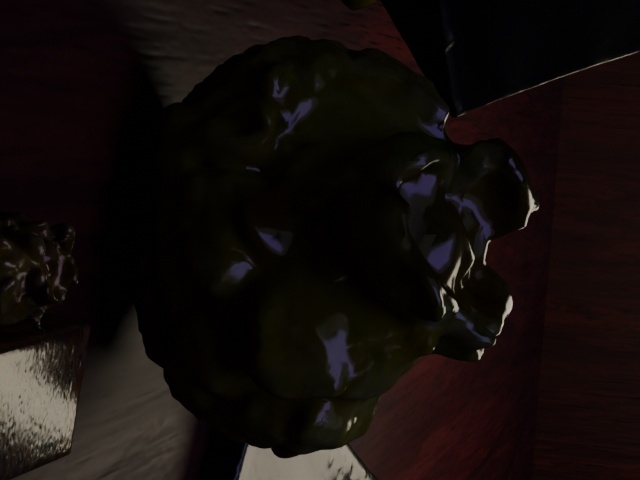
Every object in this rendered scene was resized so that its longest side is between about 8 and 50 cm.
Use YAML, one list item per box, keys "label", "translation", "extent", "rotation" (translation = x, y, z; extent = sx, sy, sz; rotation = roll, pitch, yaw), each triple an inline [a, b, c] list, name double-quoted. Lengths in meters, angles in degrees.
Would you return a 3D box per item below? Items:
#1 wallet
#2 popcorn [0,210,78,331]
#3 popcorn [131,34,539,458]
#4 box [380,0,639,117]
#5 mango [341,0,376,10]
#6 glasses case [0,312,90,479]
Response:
- label: "wallet"
  translation: [-0.021, 0.217, 1.471]
  extent: [0.165, 0.042, 0.309]
  rotation: [-68, 153, -21]
- label: "popcorn"
  translation: [-0.156, 0.015, 0.870]
  extent: [0.082, 0.083, 0.057]
  rotation: [-3, 100, -50]
- label: "popcorn"
  translation: [0.000, 0.000, 1.170]
  extent: [0.270, 0.258, 0.224]
  rotation: [-34, 154, -10]
- label: "box"
  translation: [0.109, -0.301, 1.238]
  extent: [0.251, 0.204, 0.345]
  rotation: [80, -13, -48]
- label: "mango"
  translation: [0.053, -0.281, 1.549]
  extent: [0.111, 0.089, 0.163]
  rotation: [69, 38, -62]
- label: "glasses case"
  translation: [-0.177, 0.080, 0.867]
  extent: [0.218, 0.049, 0.075]
  rotation: [-12, 113, -75]
